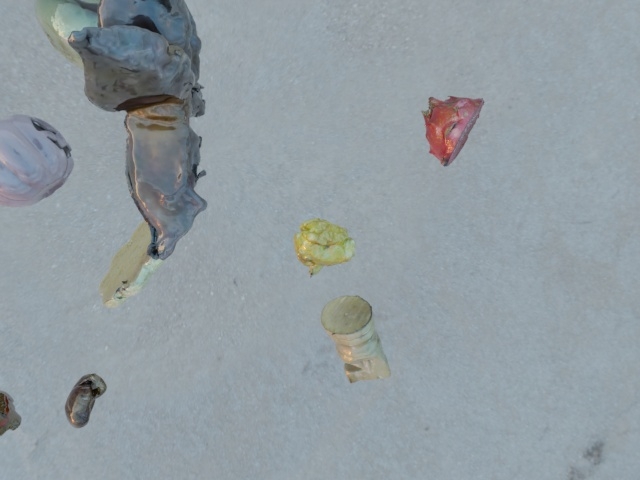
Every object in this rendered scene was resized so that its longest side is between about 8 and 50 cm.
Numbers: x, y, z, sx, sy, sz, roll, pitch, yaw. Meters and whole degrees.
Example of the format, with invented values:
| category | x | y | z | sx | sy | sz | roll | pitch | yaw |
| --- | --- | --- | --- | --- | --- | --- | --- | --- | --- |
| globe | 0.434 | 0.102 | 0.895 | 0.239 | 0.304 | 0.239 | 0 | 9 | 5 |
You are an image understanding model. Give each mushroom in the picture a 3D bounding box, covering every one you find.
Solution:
| category | x | y | z | sx | sy | sz | roll | pitch | yaw |
| --- | --- | --- | --- | --- | --- | --- | --- | --- | --- |
| mushroom | -0.614 | 0.407 | 1.383 | 0.080 | 0.135 | 0.171 | 22 | 115 | -26 |

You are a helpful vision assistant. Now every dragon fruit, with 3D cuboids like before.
| category | x | y | z | sx | sy | sz | roll | pitch | yaw |
| --- | --- | --- | --- | --- | --- | --- | --- | --- | --- |
| dragon fruit | 0.247 | -0.233 | 1.076 | 0.110 | 0.153 | 0.153 | 30 | 91 | 17 |

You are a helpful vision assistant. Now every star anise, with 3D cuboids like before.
| category | x | y | z | sx | sy | sz | roll | pitch | yaw |
| --- | --- | --- | --- | --- | --- | --- | --- | --- | --- |
| star anise | -0.112 | -0.109 | 0.381 | 0.063 | 0.172 | 0.208 | -1 | 138 | -2 |

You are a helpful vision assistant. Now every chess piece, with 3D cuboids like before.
| category | x | y | z | sx | sy | sz | roll | pitch | yaw |
| --- | --- | --- | --- | --- | --- | --- | --- | --- | --- |
| chess piece | 0.106 | 0.282 | 1.401 | 0.137 | 0.137 | 0.301 | -30 | 130 | -7 |

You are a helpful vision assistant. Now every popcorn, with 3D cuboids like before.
| category | x | y | z | sx | sy | sz | roll | pitch | yaw |
| --- | --- | --- | --- | --- | --- | --- | --- | --- | --- |
| popcorn | 0.000 | 0.000 | 0.718 | 0.084 | 0.084 | 0.084 | -2 | 99 | -12 |

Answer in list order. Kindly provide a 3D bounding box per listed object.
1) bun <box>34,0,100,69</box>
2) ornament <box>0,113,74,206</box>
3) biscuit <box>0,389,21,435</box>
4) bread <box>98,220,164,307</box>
| category | x | y | z | sx | sy | sz | roll | pitch | yaw |
| --- | --- | --- | --- | --- | --- | --- | --- | --- | --- |
| bun | -0.481 | -0.454 | 1.192 | 0.292 | 0.293 | 0.187 | 15 | 123 | -14 |
| ornament | -0.573 | -0.156 | 1.011 | 0.177 | 0.177 | 0.178 | -2 | 99 | -12 |
| biscuit | -0.465 | 0.215 | 0.723 | 0.019 | 0.119 | 0.130 | -49 | 117 | -11 |
| bread | -0.469 | 0.043 | 1.384 | 0.054 | 0.316 | 0.316 | 39 | 89 | -29 |
